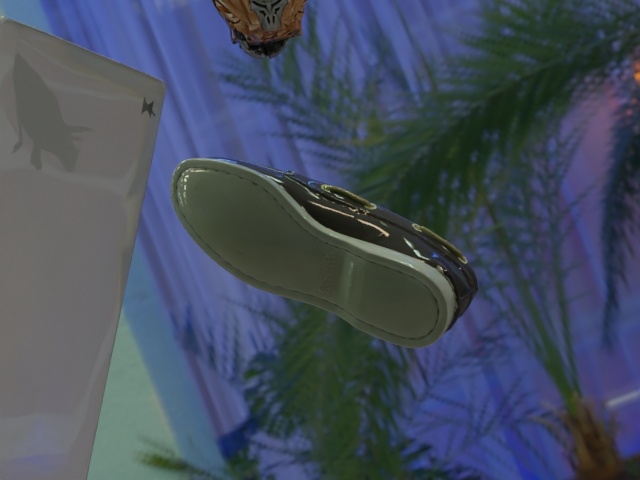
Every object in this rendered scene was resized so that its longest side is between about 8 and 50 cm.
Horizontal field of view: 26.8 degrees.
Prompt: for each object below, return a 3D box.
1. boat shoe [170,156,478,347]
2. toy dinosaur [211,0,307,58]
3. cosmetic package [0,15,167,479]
[{"bbox_3d":[0.000,0.000,0.933,0.068,0.227,0.081,-34,-34,-53],"label":"boat shoe"},{"bbox_3d":[-0.052,-0.260,0.769,0.164,0.322,0.218,9,-11,-2],"label":"toy dinosaur"},{"bbox_3d":[-0.225,-0.001,0.705,0.224,0.224,0.138,9,-3,29],"label":"cosmetic package"}]
